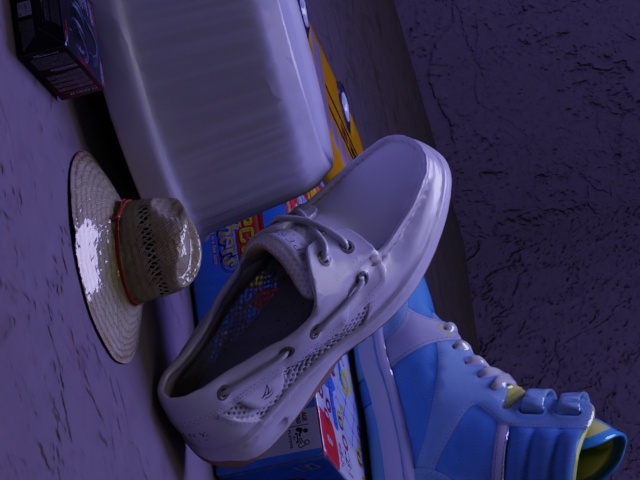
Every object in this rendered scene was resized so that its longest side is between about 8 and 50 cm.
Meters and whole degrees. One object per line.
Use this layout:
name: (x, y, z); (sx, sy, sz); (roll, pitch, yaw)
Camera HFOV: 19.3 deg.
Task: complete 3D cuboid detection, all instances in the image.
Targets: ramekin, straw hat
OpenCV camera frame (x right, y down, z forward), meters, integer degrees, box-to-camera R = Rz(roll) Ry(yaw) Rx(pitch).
ramekin: (-0.078, -0.137, 1.340); (0.273, 0.127, 0.273); (-15, 90, -86)
straw hat: (-0.109, 0.005, 1.204); (0.144, 0.061, 0.144); (-13, 90, -81)

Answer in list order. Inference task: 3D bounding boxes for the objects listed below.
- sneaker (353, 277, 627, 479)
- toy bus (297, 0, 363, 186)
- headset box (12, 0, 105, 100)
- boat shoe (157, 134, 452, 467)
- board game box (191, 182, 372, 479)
sneaker: (0.142, 0.131, 1.578); (0.127, 0.208, 0.319); (61, 18, -58)
toy bus: (-0.037, -0.105, 1.693); (0.332, 0.108, 0.130); (61, 20, -63)
headset box: (-0.161, -0.128, 1.160); (0.083, 0.032, 0.062); (51, 27, -68)
boat shoe: (-0.010, 0.026, 1.295); (0.277, 0.098, 0.096); (-54, 142, -15)
board game box: (-0.024, 0.082, 1.561); (0.308, 0.086, 0.302); (58, 22, -66)
